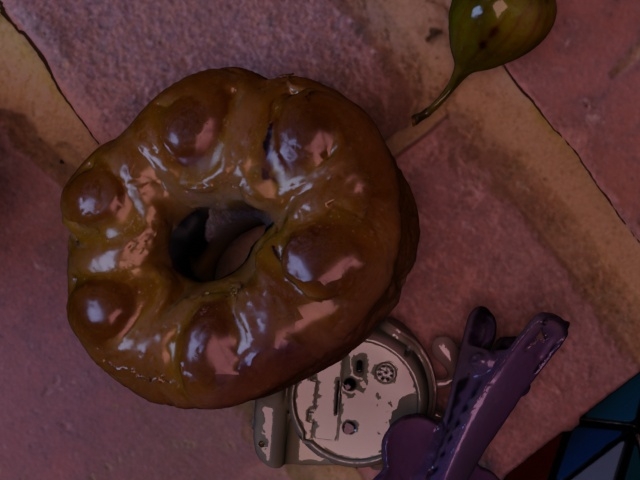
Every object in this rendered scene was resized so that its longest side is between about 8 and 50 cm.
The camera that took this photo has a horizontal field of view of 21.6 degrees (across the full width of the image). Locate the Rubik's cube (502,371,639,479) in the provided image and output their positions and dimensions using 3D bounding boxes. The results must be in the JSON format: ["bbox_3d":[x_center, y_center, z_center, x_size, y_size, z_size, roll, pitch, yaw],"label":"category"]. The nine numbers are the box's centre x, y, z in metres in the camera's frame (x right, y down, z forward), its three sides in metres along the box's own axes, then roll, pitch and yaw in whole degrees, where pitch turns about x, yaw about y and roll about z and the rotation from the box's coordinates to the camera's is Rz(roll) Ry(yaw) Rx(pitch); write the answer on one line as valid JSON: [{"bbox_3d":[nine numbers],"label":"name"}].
[{"bbox_3d":[0.295,0.283,1.544,0.234,0.284,0.250,47,66,-14],"label":"Rubik's cube"}]

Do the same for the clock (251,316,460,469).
[{"bbox_3d":[0.035,0.142,1.560,0.191,0.062,0.151,5,99,5],"label":"clock"}]

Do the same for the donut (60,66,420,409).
[{"bbox_3d":[-0.073,0.003,1.475,0.317,0.150,0.299,6,81,21],"label":"donut"}]

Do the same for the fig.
[{"bbox_3d":[0.131,-0.184,1.500,0.166,0.093,0.093,-32,94,29],"label":"fig"}]

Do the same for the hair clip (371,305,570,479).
[{"bbox_3d":[0.130,0.182,1.513,0.137,0.090,0.278,33,87,-33],"label":"hair clip"}]
